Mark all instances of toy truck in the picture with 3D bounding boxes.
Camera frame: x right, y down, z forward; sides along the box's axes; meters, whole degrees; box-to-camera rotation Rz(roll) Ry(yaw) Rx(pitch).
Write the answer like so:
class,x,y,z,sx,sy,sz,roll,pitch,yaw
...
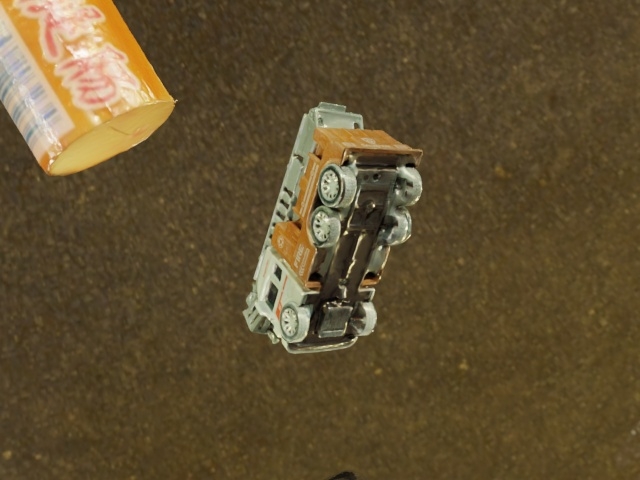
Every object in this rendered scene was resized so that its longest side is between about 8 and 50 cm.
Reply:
class,x,y,z,sx,sy,sz,roll,pitch,yaw
toy truck,0.000,0.000,1.348,0.133,0.184,0.338,-1,121,-35

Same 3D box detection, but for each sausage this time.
class,x,y,z,sx,sy,sz,roll,pitch,yaw
sausage,-0.393,-0.272,1.558,0.233,0.287,0.233,-32,176,-2

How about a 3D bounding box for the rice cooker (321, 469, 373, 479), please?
class,x,y,z,sx,sy,sz,roll,pitch,yaw
rice cooker,0.018,0.177,0.428,0.118,0.142,0.203,-41,171,2
